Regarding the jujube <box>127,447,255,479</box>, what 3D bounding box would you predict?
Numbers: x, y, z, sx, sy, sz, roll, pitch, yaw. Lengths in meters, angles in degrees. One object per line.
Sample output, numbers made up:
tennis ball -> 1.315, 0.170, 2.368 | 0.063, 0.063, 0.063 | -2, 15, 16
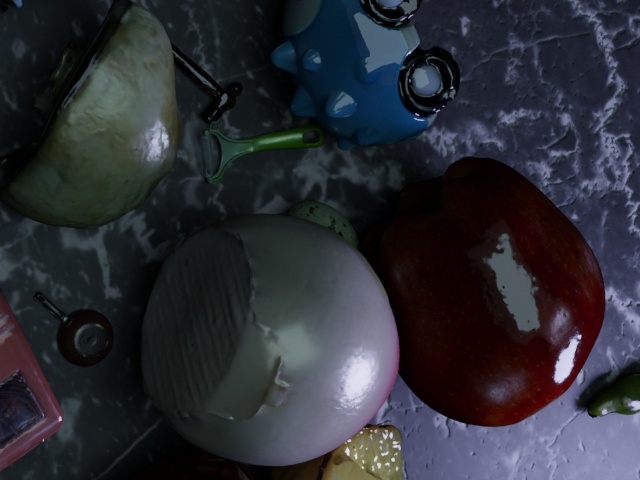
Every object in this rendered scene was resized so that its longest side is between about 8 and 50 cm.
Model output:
jujube -> -0.174, 0.355, 1.801 | 0.243, 0.183, 0.183 | -36, 109, -4

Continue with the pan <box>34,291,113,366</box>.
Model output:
pan -> -0.289, 0.101, 1.813 | 0.115, 0.023, 0.068 | 44, 76, -22

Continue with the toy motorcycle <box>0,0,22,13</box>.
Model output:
toy motorcycle -> -0.263, -0.328, 1.679 | 0.206, 0.260, 0.154 | -26, 109, 21

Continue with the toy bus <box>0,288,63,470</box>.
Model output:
toy bus -> -0.500, 0.216, 1.623 | 0.427, 0.203, 0.233 | -35, 112, -22

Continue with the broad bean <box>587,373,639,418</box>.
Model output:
broad bean -> 0.460, 0.209, 2.177 | 0.195, 0.046, 0.061 | -5, 93, -27

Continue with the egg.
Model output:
egg -> 0.000, 0.000, 1.915 | 0.085, 0.085, 0.110 | -42, 94, -18

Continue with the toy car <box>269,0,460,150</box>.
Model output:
toy car -> 0.036, -0.224, 1.861 | 0.190, 0.188, 0.255 | -27, 107, -15

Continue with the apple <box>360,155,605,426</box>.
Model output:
apple -> 0.203, 0.066, 1.917 | 0.288, 0.288, 0.317 | -37, 103, -19

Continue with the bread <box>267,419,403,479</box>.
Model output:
bread -> 0.011, 0.321, 1.904 | 0.262, 0.163, 0.204 | -5, 96, -68

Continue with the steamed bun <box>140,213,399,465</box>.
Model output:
steamed bun -> -0.034, 0.123, 1.797 | 0.309, 0.309, 0.309 | -2, 95, -26

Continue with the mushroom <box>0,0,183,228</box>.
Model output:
mushroom -> -0.234, -0.126, 1.731 | 0.164, 0.189, 0.267 | 35, 79, -20

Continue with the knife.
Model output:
knife -> -0.071, -0.120, 1.904 | 0.166, 0.022, 0.078 | -13, 117, -26

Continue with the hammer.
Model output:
hammer -> -0.171, -0.214, 1.851 | 0.178, 0.021, 0.065 | 42, 77, -22
